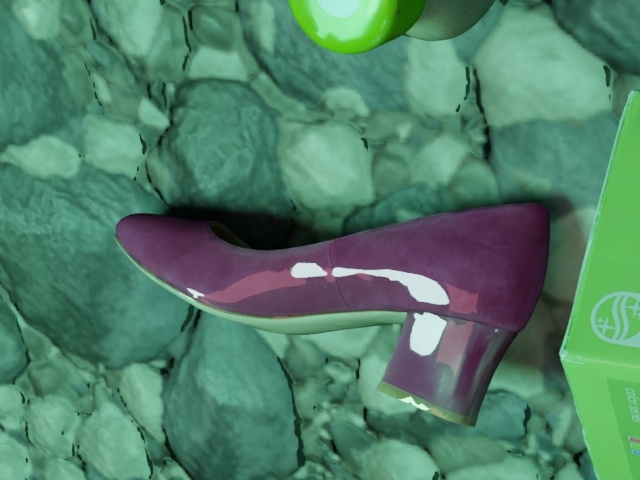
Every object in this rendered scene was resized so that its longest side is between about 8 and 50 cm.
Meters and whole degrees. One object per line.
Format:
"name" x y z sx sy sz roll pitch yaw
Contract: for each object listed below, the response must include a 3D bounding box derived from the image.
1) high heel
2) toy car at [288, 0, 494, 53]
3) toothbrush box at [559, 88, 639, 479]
"high heel" 0.000 0.000 0.698 0.244 0.082 0.117 23 91 32
"toy car" -0.006 -0.174 0.561 0.188 0.155 0.149 19 121 29
"toothbrush box" 0.253 0.060 0.498 0.283 0.122 0.206 9 154 25
